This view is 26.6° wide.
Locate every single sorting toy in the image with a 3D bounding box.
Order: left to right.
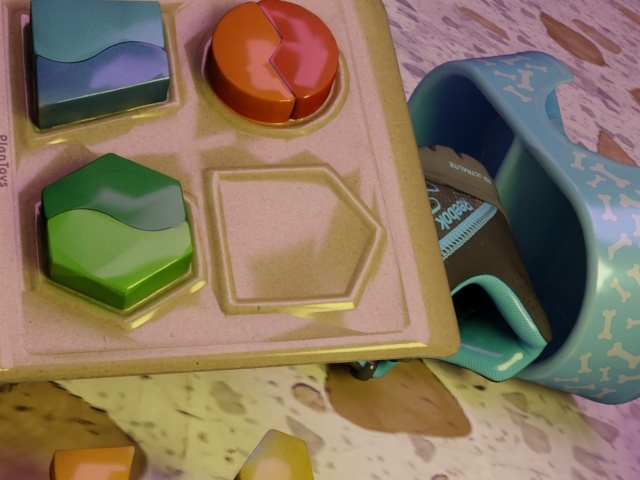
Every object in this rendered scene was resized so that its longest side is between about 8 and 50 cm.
[{"bbox_3d":[-0.048,0.000,0.596,0.229,0.041,0.307,0,60,-18],"label":"sorting toy"}]

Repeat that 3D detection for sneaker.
[{"bbox_3d":[0.000,0.000,0.759,0.341,0.125,0.139,8,42,-37],"label":"sneaker"}]

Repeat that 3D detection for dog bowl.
[{"bbox_3d":[0.138,-0.017,0.929,0.074,0.166,0.297,4,36,-28],"label":"dog bowl"}]

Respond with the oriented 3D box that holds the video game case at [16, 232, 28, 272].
[{"bbox_3d":[-0.111,-0.074,0.658,0.184,0.023,0.201,-10,63,-23],"label":"video game case"}]
